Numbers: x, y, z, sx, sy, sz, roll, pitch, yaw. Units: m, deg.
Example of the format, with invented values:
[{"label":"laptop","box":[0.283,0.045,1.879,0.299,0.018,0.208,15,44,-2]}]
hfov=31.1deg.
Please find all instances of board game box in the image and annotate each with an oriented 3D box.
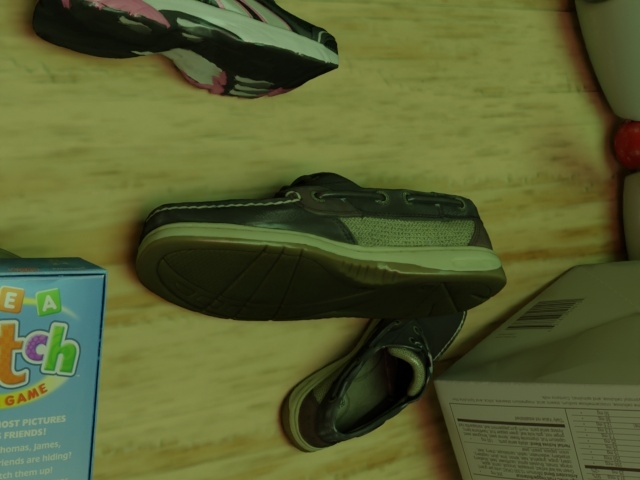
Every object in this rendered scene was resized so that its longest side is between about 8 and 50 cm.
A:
[{"label":"board game box","box":[-0.178,0.114,0.491,0.160,0.039,0.212,0,101,-34]}]

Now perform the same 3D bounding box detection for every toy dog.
[{"label":"toy dog","box":[0.265,-0.132,0.802,0.220,0.161,0.334,-45,115,-30]}]

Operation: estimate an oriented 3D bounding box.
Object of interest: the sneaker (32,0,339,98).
[{"label":"sneaker","box":[-0.061,-0.130,0.604,0.178,0.072,0.077,13,71,-43]}]

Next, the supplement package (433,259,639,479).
[{"label":"supplement package","box":[0.234,0.165,0.733,0.199,0.198,0.263,-30,107,-44]}]

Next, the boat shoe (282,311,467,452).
[{"label":"boat shoe","box":[0.045,0.077,0.693,0.152,0.049,0.056,-40,113,-32]}]

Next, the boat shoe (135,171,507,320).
[{"label":"boat shoe","box":[0.001,-0.001,0.650,0.223,0.080,0.073,5,57,-26]}]

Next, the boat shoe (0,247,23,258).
[{"label":"boat shoe","box":[-0.162,0.023,0.536,0.133,0.049,0.042,27,96,-40]}]
